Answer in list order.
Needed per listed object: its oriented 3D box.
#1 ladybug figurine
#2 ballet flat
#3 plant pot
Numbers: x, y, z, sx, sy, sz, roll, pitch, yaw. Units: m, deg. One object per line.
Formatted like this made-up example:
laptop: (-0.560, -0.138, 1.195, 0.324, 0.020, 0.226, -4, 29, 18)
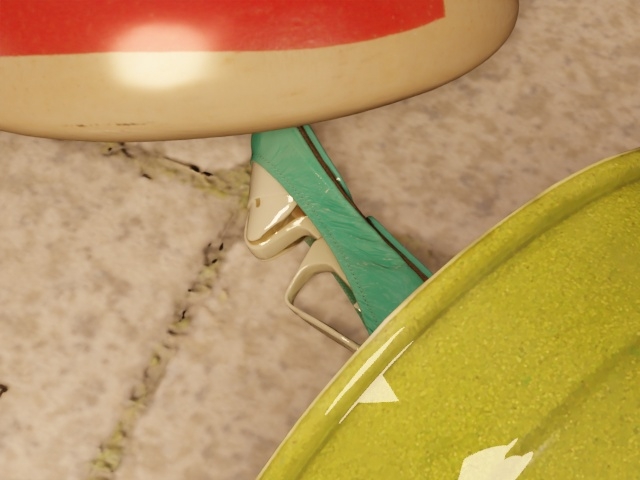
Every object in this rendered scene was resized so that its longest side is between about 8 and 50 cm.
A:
ladybug figurine: (-0.077, -0.188, 1.023, 0.449, 0.161, 0.305, -12, 31, -19)
ballet flat: (0.000, 0.000, 0.992, 0.087, 0.083, 0.247, -34, 60, -9)
plant pot: (0.189, 0.207, 0.659, 0.366, 0.366, 0.353, -33, 58, -25)
